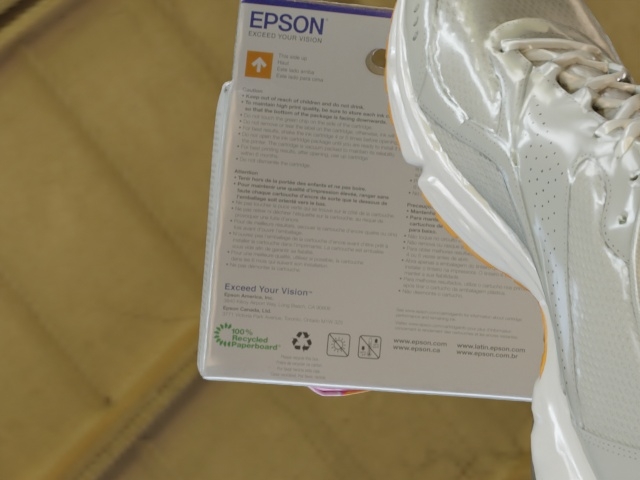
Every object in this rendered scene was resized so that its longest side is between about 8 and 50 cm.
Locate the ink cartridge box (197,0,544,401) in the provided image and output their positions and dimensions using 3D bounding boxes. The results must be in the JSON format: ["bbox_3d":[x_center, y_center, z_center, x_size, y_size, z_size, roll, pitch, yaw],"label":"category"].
[{"bbox_3d":[0.045,-0.023,1.094,0.223,0.045,0.224,6,-84,-11],"label":"ink cartridge box"}]

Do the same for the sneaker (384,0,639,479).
[{"bbox_3d":[0.104,-0.019,0.619,0.099,0.121,0.262,-7,-120,-24],"label":"sneaker"}]

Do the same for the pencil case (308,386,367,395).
[{"bbox_3d":[0.000,0.000,1.494,0.124,0.124,0.284,44,-166,-34],"label":"pencil case"}]
